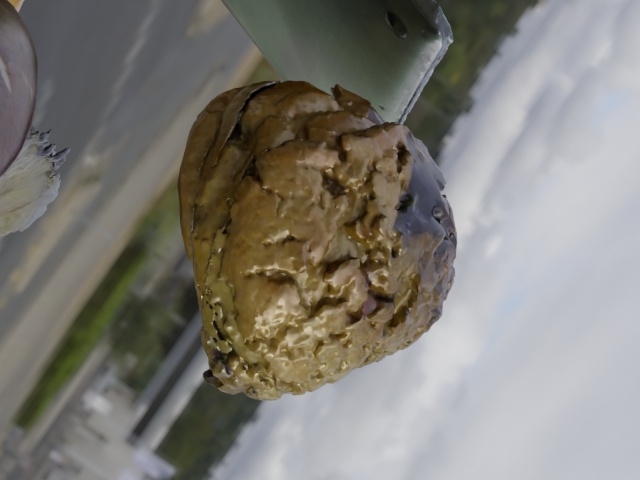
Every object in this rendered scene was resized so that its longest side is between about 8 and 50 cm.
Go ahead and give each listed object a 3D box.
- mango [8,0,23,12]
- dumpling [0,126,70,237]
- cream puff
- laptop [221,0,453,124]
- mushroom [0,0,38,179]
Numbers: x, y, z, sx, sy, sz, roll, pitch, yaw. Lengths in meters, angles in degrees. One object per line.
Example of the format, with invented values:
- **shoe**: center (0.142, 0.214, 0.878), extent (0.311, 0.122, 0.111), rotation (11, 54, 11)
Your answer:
- **mango**: center (-0.156, -0.092, 0.677), extent (0.190, 0.098, 0.075), rotation (-59, 145, -11)
- **dumpling**: center (-0.228, -0.012, 1.039), extent (0.166, 0.086, 0.332), rotation (-43, -178, -39)
- **cream puff**: center (0.000, 0.000, 0.734), extent (0.133, 0.104, 0.119), rotation (-66, 150, -50)
- **laptop**: center (-0.042, -0.160, 0.864), extent (0.015, 0.269, 0.187), rotation (-34, 171, -18)
- **mushroom**: center (-0.164, -0.042, 0.507), extent (0.170, 0.080, 0.135), rotation (-22, -149, -17)
